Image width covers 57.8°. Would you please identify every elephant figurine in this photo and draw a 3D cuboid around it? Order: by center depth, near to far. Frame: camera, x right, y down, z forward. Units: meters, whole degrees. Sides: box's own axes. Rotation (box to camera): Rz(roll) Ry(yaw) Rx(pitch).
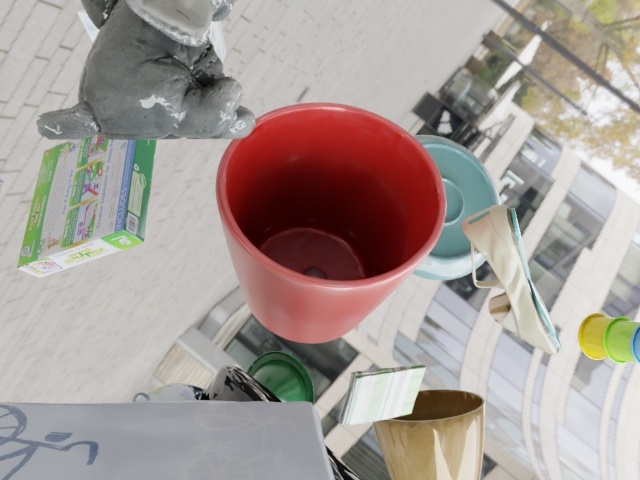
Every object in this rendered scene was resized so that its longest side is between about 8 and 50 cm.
[{"bbox_3d":[-0.145,-0.217,0.550,0.186,0.169,0.239,-35,126,-73],"label":"elephant figurine"}]

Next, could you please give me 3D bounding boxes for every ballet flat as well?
[{"bbox_3d":[0.255,0.063,0.787,0.086,0.248,0.086,-23,-157,10],"label":"ballet flat"}]

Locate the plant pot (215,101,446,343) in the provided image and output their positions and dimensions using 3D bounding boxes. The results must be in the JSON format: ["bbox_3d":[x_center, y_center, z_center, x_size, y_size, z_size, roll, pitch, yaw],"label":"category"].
[{"bbox_3d":[0.000,0.000,0.762,0.275,0.275,0.243,-50,166,-32],"label":"plant pot"}]

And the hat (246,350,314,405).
[{"bbox_3d":[-0.124,0.323,1.163,0.208,0.173,0.183,-30,168,28],"label":"hat"}]

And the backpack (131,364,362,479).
[{"bbox_3d":[-0.166,0.283,0.528,0.355,0.273,0.290,-50,-161,-11],"label":"backpack"}]

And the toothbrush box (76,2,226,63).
[{"bbox_3d":[-0.395,-0.500,1.403,0.216,0.296,0.126,101,3,-72],"label":"toothbrush box"}]

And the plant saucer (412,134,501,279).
[{"bbox_3d":[0.243,-0.078,1.197,0.317,0.317,0.044,-50,-177,-21],"label":"plant saucer"}]

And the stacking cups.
[{"bbox_3d":[0.601,0.183,1.023,0.096,0.096,0.316,-51,-170,-13],"label":"stacking cups"}]

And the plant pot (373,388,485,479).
[{"bbox_3d":[0.237,0.463,1.202,0.237,0.254,0.237,-8,178,0],"label":"plant pot"}]

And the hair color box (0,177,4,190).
[{"bbox_3d":[-0.825,-0.160,1.192,0.185,0.339,0.110,6,111,-54],"label":"hair color box"}]

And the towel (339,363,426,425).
[{"bbox_3d":[0.109,0.270,1.021,0.023,0.152,0.113,45,-52,51],"label":"towel"}]

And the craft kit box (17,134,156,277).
[{"bbox_3d":[-0.399,-0.082,1.001,0.247,0.249,0.061,-14,150,22],"label":"craft kit box"}]

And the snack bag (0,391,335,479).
[{"bbox_3d":[-0.143,0.162,0.322,0.323,0.343,0.037,-140,-128,-78],"label":"snack bag"}]
